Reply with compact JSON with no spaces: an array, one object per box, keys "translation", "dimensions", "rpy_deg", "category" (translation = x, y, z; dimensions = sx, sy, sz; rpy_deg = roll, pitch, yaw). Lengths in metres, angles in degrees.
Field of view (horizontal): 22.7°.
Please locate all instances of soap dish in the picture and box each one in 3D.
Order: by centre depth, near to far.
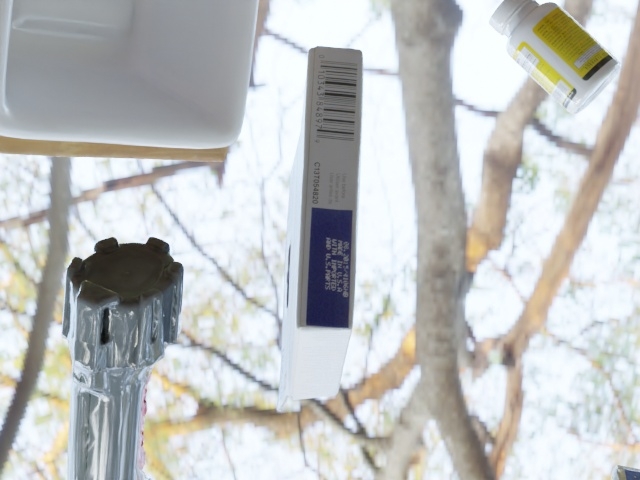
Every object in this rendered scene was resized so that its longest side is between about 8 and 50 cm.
[{"translation":[-0.141,-0.197,0.966],"dimensions":[0.118,0.291,0.229],"rpy_deg":[11,-172,42],"category":"soap dish"}]

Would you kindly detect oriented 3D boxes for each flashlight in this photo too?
[{"translation":[-0.146,0.138,1.177],"dimensions":[0.103,0.304,0.103],"rpy_deg":[-6,-145,-21],"category":"flashlight"}]

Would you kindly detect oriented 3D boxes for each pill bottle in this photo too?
[{"translation":[0.209,-0.175,1.440],"dimensions":[0.116,0.065,0.065],"rpy_deg":[45,-117,10],"category":"pill bottle"}]

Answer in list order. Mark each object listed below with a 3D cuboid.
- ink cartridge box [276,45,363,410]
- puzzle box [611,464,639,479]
[{"translation":[0.000,0.000,1.218],"dimensions":[0.045,0.224,0.223],"rpy_deg":[4,-111,-4],"category":"ink cartridge box"},{"translation":[0.332,0.222,0.693],"dimensions":[0.409,0.052,0.272],"rpy_deg":[11,-159,0],"category":"puzzle box"}]
